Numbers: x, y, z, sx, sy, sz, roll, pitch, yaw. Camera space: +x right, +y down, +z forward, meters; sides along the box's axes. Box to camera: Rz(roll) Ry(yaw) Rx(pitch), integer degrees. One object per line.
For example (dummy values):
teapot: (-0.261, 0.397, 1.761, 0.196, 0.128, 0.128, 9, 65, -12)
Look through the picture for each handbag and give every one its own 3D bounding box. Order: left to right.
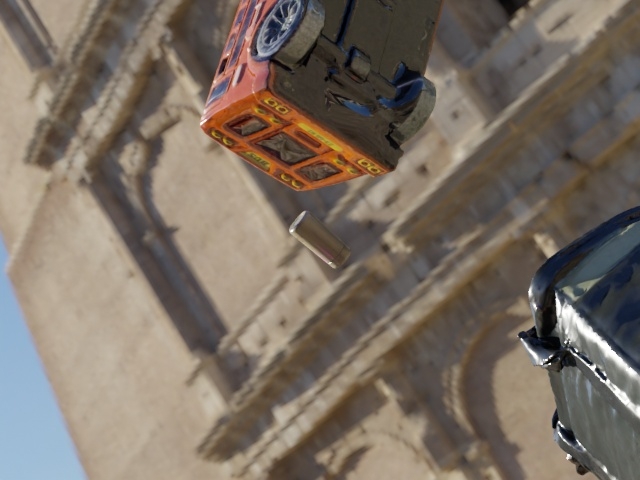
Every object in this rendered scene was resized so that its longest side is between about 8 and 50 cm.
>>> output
handbag: (0.269, 0.102, 0.999, 0.181, 0.181, 0.254, -31, -49, -10)

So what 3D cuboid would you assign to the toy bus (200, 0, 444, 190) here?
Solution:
toy bus: (0.021, -0.212, 1.068, 0.143, 0.329, 0.153, 30, -28, -29)

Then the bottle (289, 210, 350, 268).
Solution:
bottle: (0.000, 0.000, 2.043, 0.045, 0.096, 0.045, -46, 11, 12)
